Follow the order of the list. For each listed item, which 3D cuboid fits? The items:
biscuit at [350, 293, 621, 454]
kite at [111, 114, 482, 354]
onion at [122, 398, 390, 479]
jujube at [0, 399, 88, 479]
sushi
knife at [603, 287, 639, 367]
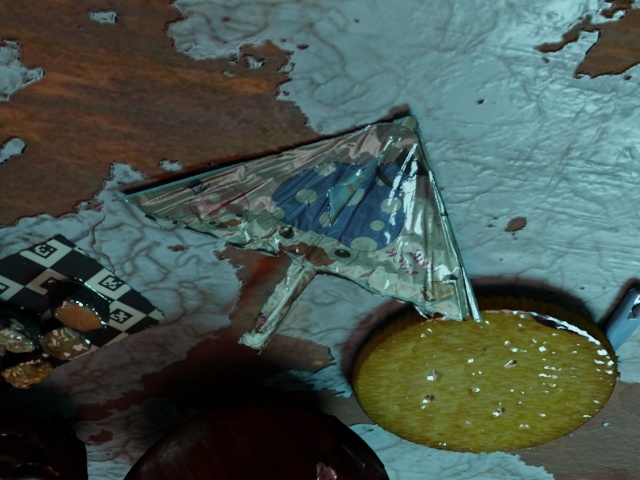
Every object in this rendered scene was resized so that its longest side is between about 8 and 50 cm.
[{"bbox_3d":[0.185,0.154,1.427,0.305,0.038,0.305,1,140,1],"label":"biscuit"},{"bbox_3d":[0.000,0.000,1.228,0.406,0.014,0.368,19,133,-18],"label":"kite"},{"bbox_3d":[-0.067,0.331,1.428,0.341,0.341,0.341,-2,142,-1],"label":"onion"},{"bbox_3d":[-0.449,0.292,1.405,0.376,0.258,0.258,5,141,-12],"label":"jujube"},{"bbox_3d":[-0.321,0.104,1.335,0.279,0.043,0.192,-21,138,22],"label":"sushi"},{"bbox_3d":[0.326,0.144,1.450,0.044,0.019,0.313,1,144,-9],"label":"knife"}]
